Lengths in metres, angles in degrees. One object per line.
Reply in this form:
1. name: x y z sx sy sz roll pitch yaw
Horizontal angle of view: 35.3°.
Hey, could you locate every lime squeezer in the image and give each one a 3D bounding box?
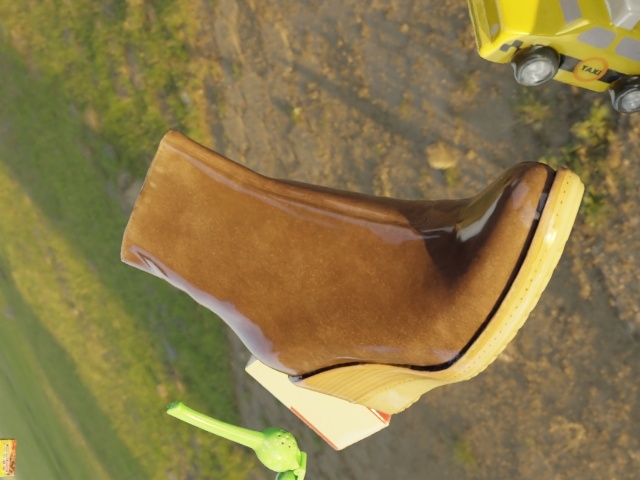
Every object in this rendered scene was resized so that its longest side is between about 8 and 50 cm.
1. lime squeezer: -0.064 0.294 1.247 0.310 0.110 0.059 60 -177 -34

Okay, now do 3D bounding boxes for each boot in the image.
1. boot: 0.000 0.000 0.551 0.207 0.090 0.248 31 141 -4

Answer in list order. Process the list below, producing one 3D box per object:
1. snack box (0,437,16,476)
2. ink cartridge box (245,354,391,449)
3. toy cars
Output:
1. snack box: -0.352 0.189 0.867 0.100 0.141 0.037 37 -129 -76
2. ink cartridge box: 0.016 0.080 0.843 0.109 0.150 0.063 43 126 -14
3. toy cars: 0.290 -0.103 0.780 0.394 0.176 0.087 43 139 5
